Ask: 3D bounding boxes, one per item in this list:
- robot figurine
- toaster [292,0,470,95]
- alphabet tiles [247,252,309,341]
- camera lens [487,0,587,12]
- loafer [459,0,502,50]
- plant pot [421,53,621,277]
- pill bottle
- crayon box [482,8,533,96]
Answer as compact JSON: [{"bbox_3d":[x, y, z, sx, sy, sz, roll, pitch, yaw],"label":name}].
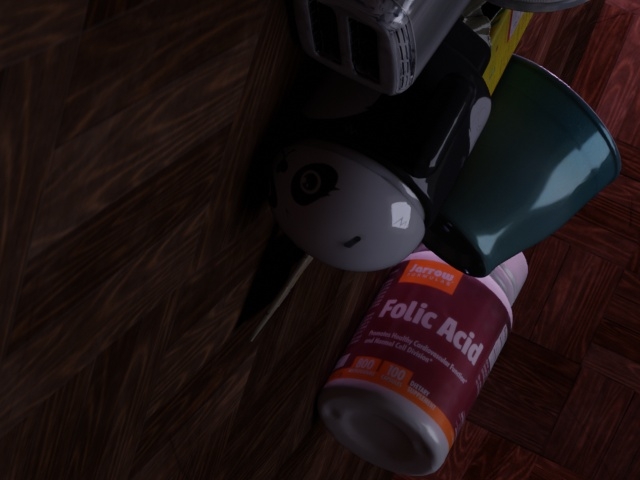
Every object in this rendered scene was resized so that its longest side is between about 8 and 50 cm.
[{"bbox_3d":[0.059,-0.104,1.432,0.278,0.174,0.209,-61,165,-20],"label":"robot figurine"},{"bbox_3d":[0.058,-0.229,1.269,0.146,0.129,0.227,-59,169,-15],"label":"toaster"},{"bbox_3d":[0.000,0.000,1.657,0.198,0.009,0.237,-56,178,21],"label":"alphabet tiles"},{"bbox_3d":[0.224,-0.378,1.460,0.219,0.219,0.274,-61,167,-20],"label":"camera lens"},{"bbox_3d":[0.170,-0.255,1.804,0.251,0.087,0.094,-61,168,-19],"label":"loafer"},{"bbox_3d":[0.256,-0.092,2.146,0.255,0.272,0.271,-48,164,-14],"label":"plant pot"},{"bbox_3d":[0.176,0.161,2.359,0.392,0.224,0.224,-59,167,-31],"label":"pill bottle"},{"bbox_3d":[0.200,-0.250,1.967,0.318,0.081,0.202,-62,168,-16],"label":"crayon box"}]
